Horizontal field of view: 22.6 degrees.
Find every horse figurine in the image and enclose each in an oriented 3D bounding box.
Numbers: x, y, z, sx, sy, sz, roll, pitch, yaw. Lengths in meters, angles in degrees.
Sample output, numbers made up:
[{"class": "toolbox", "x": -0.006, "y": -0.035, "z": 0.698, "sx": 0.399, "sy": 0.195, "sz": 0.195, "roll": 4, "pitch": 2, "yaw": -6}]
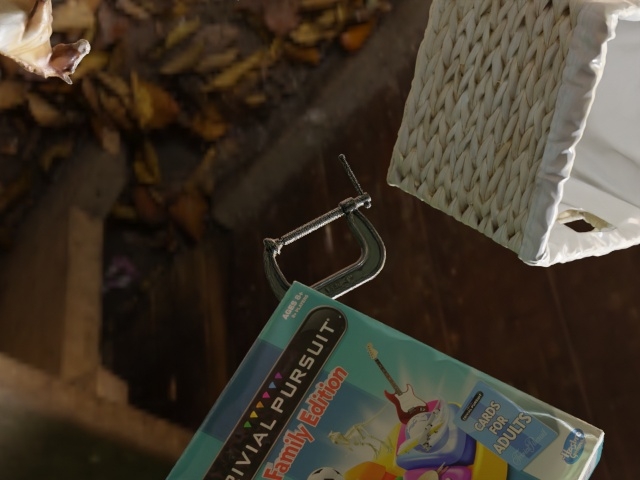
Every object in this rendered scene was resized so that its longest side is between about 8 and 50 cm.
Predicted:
[{"class": "horse figurine", "x": -0.321, "y": -0.224, "z": 1.570, "sx": 0.263, "sy": 0.066, "sz": 0.174, "roll": -9, "pitch": 154, "yaw": -45}]

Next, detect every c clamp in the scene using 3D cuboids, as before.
[{"class": "c clamp", "x": 0.000, "y": 0.000, "z": 1.800, "sx": 0.161, "sy": 0.137, "sz": 0.022, "roll": -34, "pitch": 173, "yaw": -18}]

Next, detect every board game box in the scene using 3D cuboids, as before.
[{"class": "board game box", "x": 0.057, "y": 0.221, "z": 1.505, "sx": 0.336, "sy": 0.253, "sz": 0.079, "roll": 25, "pitch": 157, "yaw": 17}]

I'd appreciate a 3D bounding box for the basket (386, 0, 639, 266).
[{"class": "basket", "x": 0.299, "y": -0.181, "z": 1.996, "sx": 0.328, "sy": 0.266, "sz": 0.331, "roll": -12, "pitch": 123, "yaw": -48}]
